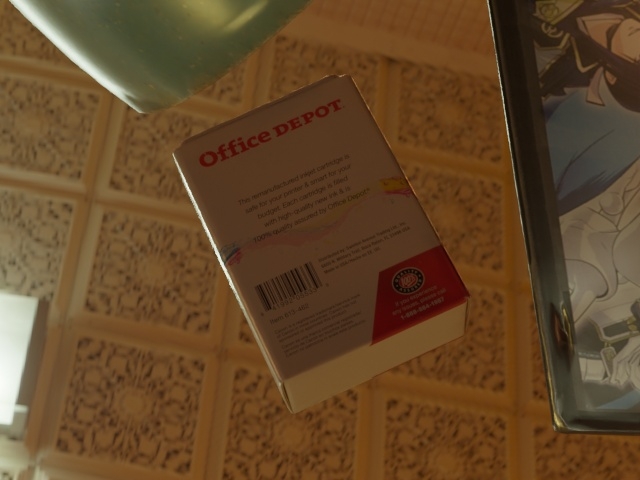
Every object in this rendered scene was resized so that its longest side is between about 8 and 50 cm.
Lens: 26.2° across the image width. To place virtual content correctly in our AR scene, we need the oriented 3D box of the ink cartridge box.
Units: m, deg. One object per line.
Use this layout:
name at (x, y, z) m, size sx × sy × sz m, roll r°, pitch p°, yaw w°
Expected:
ink cartridge box at (0.000, 0.000, 0.874) m, size 0.127 × 0.072 × 0.175 m, roll -24°, pitch -113°, yaw -5°

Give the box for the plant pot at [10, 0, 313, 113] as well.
plant pot at (-0.045, -0.209, 0.375) m, size 0.195 × 0.290 × 0.290 m, roll 35°, pitch -131°, yaw -20°

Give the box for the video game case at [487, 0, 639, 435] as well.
video game case at (0.183, -0.052, 0.357) m, size 0.275 × 0.248 × 0.035 m, roll -2°, pitch -149°, yaw 20°
